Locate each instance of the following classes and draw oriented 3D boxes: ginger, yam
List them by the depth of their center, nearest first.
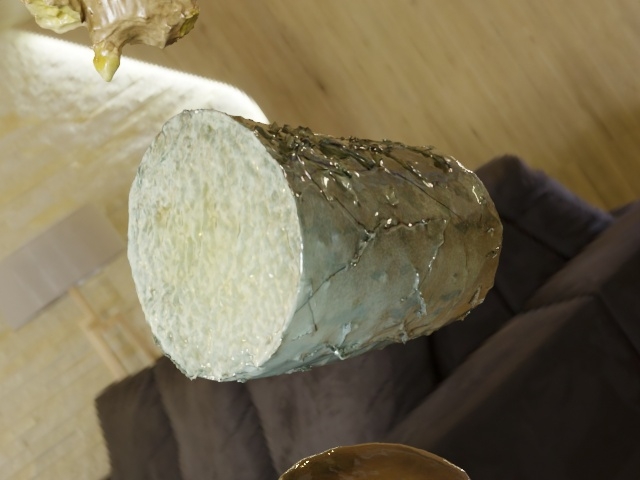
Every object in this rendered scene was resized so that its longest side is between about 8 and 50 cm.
[{"bbox_3d":[-0.165,-0.233,0.879,0.157,0.216,0.102,6,-15,-13],"label":"ginger"},{"bbox_3d":[0.000,0.000,0.959,0.241,0.241,0.348,-33,-19,33],"label":"yam"}]

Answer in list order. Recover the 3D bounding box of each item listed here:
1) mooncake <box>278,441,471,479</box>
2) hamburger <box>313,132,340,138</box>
[{"bbox_3d":[0.071,0.404,1.448,0.290,0.161,0.290,1,19,0],"label":"mooncake"},{"bbox_3d":[0.006,-0.055,1.243,0.262,0.131,0.124,14,-13,-24],"label":"hamburger"}]
